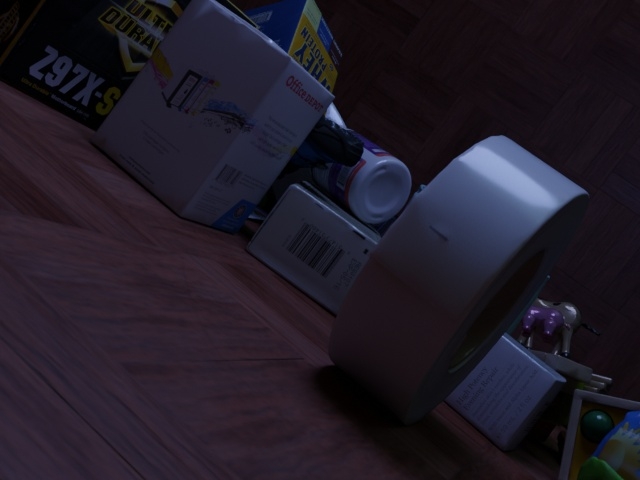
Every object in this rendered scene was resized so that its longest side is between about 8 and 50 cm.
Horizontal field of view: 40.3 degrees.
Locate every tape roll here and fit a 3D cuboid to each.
[{"bbox_3d":[0.135,0.040,0.851,0.100,0.286,0.286,40,6,20],"label":"tape roll"}]

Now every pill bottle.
[{"bbox_3d":[0.047,-0.112,1.372,0.108,0.108,0.193,32,6,-41],"label":"pill bottle"}]

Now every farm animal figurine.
[{"bbox_3d":[0.309,0.087,1.635,0.330,0.172,0.327,35,-25,-32],"label":"farm animal figurine"}]

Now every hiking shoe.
[{"bbox_3d":[-0.068,-0.122,1.266,0.304,0.132,0.113,14,-6,39],"label":"hiking shoe"}]

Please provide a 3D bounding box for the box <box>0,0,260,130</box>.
[{"bbox_3d":[-0.261,-0.274,1.180,0.079,0.257,0.322,41,6,33],"label":"box"}]

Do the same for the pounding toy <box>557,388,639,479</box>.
[{"bbox_3d":[0.406,0.296,1.073,0.206,0.181,0.094,8,-10,31],"label":"pounding toy"}]

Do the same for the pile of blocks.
[{"bbox_3d":[0.348,0.244,1.292,0.149,0.112,0.362,12,-10,27],"label":"pile of blocks"}]

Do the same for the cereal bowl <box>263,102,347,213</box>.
[{"bbox_3d":[-0.055,-0.142,1.622,0.339,0.141,0.339,56,-19,31],"label":"cereal bowl"}]

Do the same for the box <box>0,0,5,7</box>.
[{"bbox_3d":[-0.355,-0.335,1.544,0.312,0.179,0.343,41,6,33],"label":"box"}]

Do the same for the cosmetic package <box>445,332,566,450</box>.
[{"bbox_3d":[0.191,0.154,1.141,0.231,0.117,0.085,38,6,26],"label":"cosmetic package"}]

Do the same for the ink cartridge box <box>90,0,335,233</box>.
[{"bbox_3d":[-0.132,-0.157,1.117,0.168,0.232,0.171,39,5,19],"label":"ink cartridge box"}]

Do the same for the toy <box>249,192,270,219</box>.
[{"bbox_3d":[-0.143,-0.092,1.465,0.137,0.056,0.237,37,5,15],"label":"toy"}]

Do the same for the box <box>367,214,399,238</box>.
[{"bbox_3d":[0.157,0.026,1.917,0.270,0.143,0.165,33,8,-38],"label":"box"}]

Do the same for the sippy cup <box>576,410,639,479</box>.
[{"bbox_3d":[0.402,0.286,0.899,0.305,0.240,0.224,58,-16,-24],"label":"sippy cup"}]

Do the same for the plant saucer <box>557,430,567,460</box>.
[{"bbox_3d":[0.439,0.368,1.329,0.200,0.037,0.200,35,5,-3],"label":"plant saucer"}]

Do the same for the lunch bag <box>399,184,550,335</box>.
[{"bbox_3d":[0.206,0.076,1.344,0.160,0.223,0.262,24,14,-45],"label":"lunch bag"}]

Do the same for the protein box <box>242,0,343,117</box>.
[{"bbox_3d":[-0.095,-0.269,1.431,0.200,0.201,0.136,-8,-42,27],"label":"protein box"}]

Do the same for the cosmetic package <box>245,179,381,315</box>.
[{"bbox_3d":[0.000,0.000,1.274,0.160,0.113,0.309,36,4,0],"label":"cosmetic package"}]
